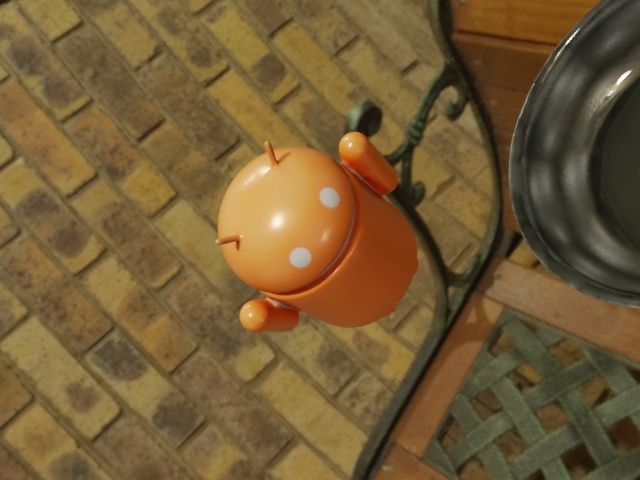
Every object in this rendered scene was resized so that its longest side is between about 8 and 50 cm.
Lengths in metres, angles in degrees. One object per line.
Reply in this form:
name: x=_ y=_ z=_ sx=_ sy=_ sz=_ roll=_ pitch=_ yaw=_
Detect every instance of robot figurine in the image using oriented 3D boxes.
robot figurine: x=-0.001 y=0.002 z=0.654 sx=0.219 sy=0.158 sz=0.128 roll=32 pitch=-144 yaw=-50

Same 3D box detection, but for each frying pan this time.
frying pan: x=0.195 y=-0.118 z=0.399 sx=0.053 sy=0.326 sz=0.197 roll=25 pitch=157 yaw=-36

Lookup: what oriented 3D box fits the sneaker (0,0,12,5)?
sneaker: x=-0.393 y=-0.331 z=0.968 sx=0.085 sy=0.237 sz=0.086 roll=178 pitch=84 yaw=-66
